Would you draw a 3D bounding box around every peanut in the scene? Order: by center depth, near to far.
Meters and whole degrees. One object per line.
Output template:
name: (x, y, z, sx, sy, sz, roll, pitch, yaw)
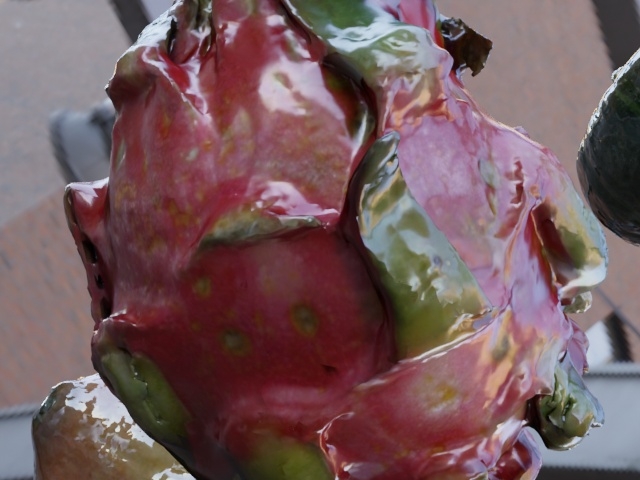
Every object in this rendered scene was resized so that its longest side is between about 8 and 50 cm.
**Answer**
peanut: (0.305, 0.067, 1.905, 0.113, 0.054, 0.054, 19, -36, 12)

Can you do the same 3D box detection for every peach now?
peach: (-0.098, 0.175, 0.973, 0.232, 0.232, 0.232, 39, -30, 28)

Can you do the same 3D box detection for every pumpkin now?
pumpkin: (0.422, -0.128, 1.661, 0.207, 0.300, 0.300, 39, -30, 19)

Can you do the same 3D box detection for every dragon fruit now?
dragon fruit: (0.005, -0.001, 0.692, 0.231, 0.237, 0.302, -31, -97, 28)
